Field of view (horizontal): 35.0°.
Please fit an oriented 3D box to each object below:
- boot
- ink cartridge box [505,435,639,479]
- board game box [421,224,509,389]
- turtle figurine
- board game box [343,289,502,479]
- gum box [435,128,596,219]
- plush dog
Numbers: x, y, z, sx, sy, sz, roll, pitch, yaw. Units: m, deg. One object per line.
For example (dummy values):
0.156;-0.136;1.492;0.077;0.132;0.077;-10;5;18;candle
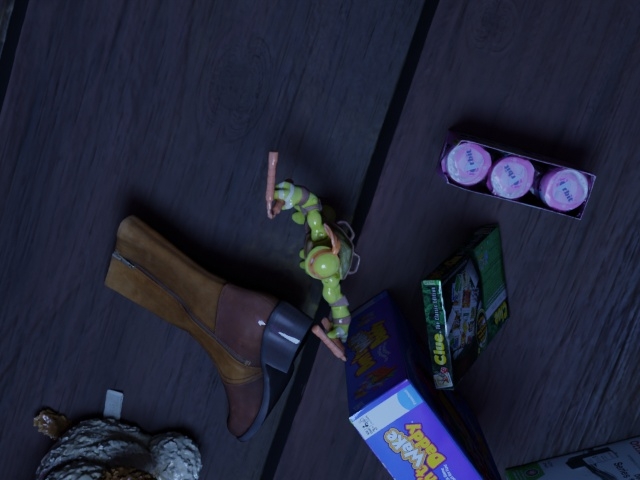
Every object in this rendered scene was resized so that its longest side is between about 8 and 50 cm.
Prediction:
-0.170;0.125;1.336;0.280;0.096;0.264;28;140;7;boot
0.375;0.354;1.386;0.209;0.153;0.086;-14;101;0;ink cartridge box
0.187;0.076;1.273;0.030;0.260;0.136;-5;102;26;board game box
0.000;0.000;1.263;0.087;0.217;0.269;-21;102;2;turtle figurine
0.126;0.218;1.248;0.078;0.347;0.233;-34;101;7;board game box
0.243;-0.088;1.309;0.189;0.107;0.062;15;101;-5;gum box
-0.309;0.329;1.319;0.262;0.225;0.210;-41;101;7;plush dog
